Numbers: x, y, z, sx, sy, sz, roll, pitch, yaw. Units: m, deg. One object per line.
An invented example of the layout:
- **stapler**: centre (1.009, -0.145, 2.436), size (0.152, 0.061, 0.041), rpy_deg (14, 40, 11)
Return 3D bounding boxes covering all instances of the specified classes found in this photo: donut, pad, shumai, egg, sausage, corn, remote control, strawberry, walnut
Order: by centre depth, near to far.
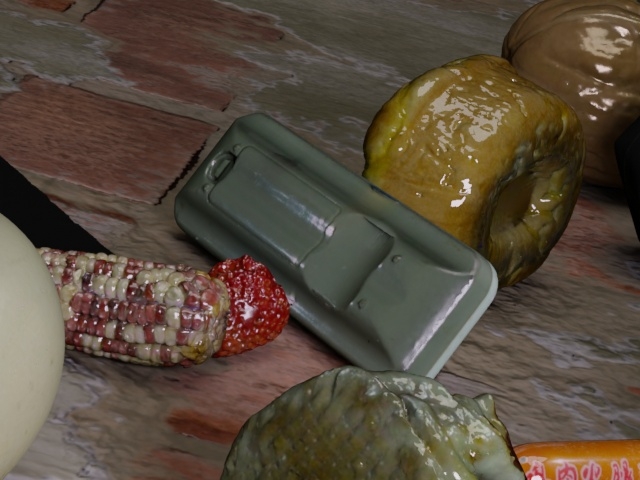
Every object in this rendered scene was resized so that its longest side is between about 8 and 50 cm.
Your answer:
- **egg**: centre (-0.247, 0.070, 1.021), size (0.189, 0.188, 0.253), rpy_deg (15, 25, 3)
- **shumai**: centre (0.039, 0.162, 1.062), size (0.184, 0.184, 0.142), rpy_deg (28, 0, 34)
- **sausage**: centre (0.261, 0.168, 1.291), size (0.348, 0.053, 0.053), rpy_deg (2, 23, -29)
- **corn**: centre (-0.184, 0.039, 1.308), size (0.237, 0.079, 0.079), rpy_deg (12, 20, 4)
- **strawberry**: centre (-0.063, 0.055, 1.370), size (0.073, 0.073, 0.083), rpy_deg (17, 34, 10)
- **remote control**: centre (0.000, 0.000, 1.459), size (0.335, 0.128, 0.065), rpy_deg (35, -5, 45)
- **pad**: centre (-0.351, -0.047, 1.504), size (0.248, 0.007, 0.367), rpy_deg (1, 20, -33)
- **donut**: centre (0.132, -0.053, 1.584), size (0.128, 0.208, 0.261), rpy_deg (26, 27, 28)
- **walnut**: centre (0.323, -0.165, 2.013), size (0.261, 0.225, 0.225), rpy_deg (22, 18, -14)

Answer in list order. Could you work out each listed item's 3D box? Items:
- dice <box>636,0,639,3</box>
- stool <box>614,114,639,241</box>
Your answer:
- **dice**: centre (0.528, -0.249, 2.288), size (0.265, 0.262, 0.268), rpy_deg (15, 20, 6)
- **stool**: centre (0.409, -0.059, 1.773), size (0.232, 0.232, 0.141), rpy_deg (10, 18, -10)
